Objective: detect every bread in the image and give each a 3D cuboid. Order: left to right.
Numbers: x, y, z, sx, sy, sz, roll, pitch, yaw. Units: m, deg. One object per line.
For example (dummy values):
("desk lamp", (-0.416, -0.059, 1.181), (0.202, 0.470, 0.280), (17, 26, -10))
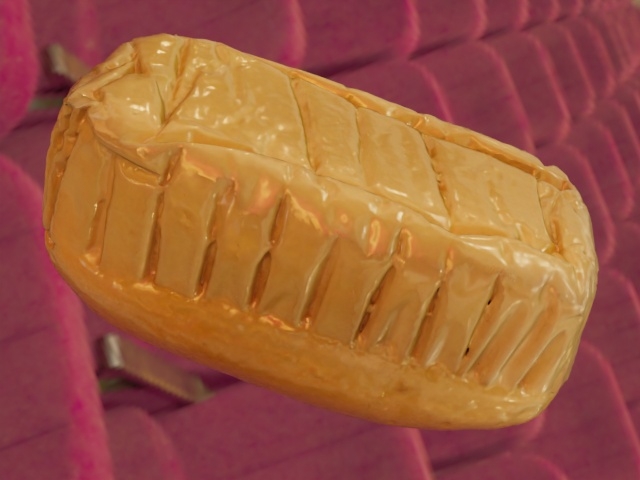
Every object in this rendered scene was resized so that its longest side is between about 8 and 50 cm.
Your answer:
("bread", (0.000, 0.000, 0.598), (0.236, 0.106, 0.140), (20, 30, -5))
